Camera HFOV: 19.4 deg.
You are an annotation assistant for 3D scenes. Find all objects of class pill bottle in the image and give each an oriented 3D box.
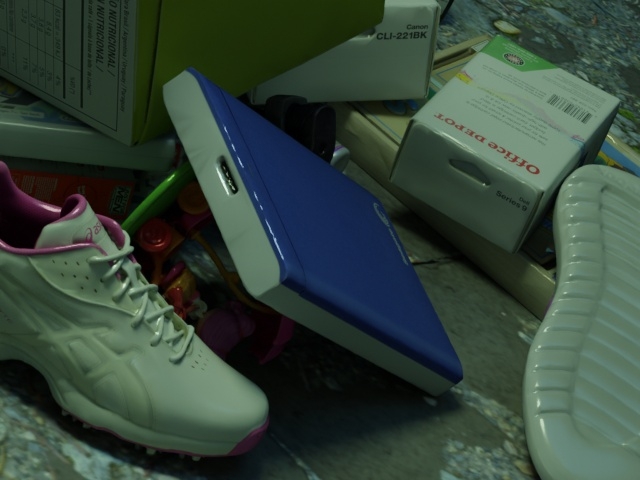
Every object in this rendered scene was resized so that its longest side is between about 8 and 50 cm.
[{"bbox_3d":[-0.014,-0.096,1.894,0.083,0.043,0.043,38,28,18],"label":"pill bottle"}]

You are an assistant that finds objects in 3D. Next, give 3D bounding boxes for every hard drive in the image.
[{"bbox_3d":[0.000,0.000,1.551,0.319,0.040,0.210,32,28,-56],"label":"hard drive"}]

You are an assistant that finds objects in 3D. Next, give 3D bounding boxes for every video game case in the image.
[{"bbox_3d":[-0.289,-0.160,1.644,0.329,0.036,0.300,6,30,-7],"label":"video game case"}]

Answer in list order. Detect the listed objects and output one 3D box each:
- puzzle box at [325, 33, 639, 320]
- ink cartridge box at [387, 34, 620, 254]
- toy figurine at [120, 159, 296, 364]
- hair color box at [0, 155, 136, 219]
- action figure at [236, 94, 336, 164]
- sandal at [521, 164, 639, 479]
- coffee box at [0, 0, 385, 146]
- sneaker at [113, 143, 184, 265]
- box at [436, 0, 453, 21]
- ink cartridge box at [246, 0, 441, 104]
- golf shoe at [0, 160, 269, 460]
[{"bbox_3d":[0.228,-0.057,1.981,0.409,0.052,0.272,41,44,23],"label":"puzzle box"},{"bbox_3d":[0.188,-0.101,1.900,0.154,0.093,0.212,30,39,13],"label":"ink cartridge box"},{"bbox_3d":[-0.094,0.039,1.510,0.159,0.130,0.173,45,64,3],"label":"toy figurine"},{"bbox_3d":[-0.233,-0.059,1.587,0.141,0.043,0.072,5,34,-20],"label":"hair color box"},{"bbox_3d":[-0.124,-0.124,1.775,0.185,0.099,0.285,-11,30,-45],"label":"action figure"},{"bbox_3d":[0.268,0.100,1.738,0.169,0.102,0.416,21,45,-4],"label":"sandal"},{"bbox_3d":[-0.154,-0.337,1.591,0.334,0.338,0.338,28,40,29],"label":"coffee box"},{"bbox_3d":[-0.148,-0.047,1.637,0.057,0.075,0.161,17,28,-23],"label":"sneaker"},{"bbox_3d":[0.047,-0.379,2.441,0.233,0.059,0.183,15,28,-28],"label":"box"},{"bbox_3d":[-0.007,-0.254,2.017,0.197,0.114,0.273,-3,30,-15],"label":"ink cartridge box"},{"bbox_3d":[-0.164,0.053,1.375,0.306,0.140,0.115,27,25,-7],"label":"golf shoe"}]
